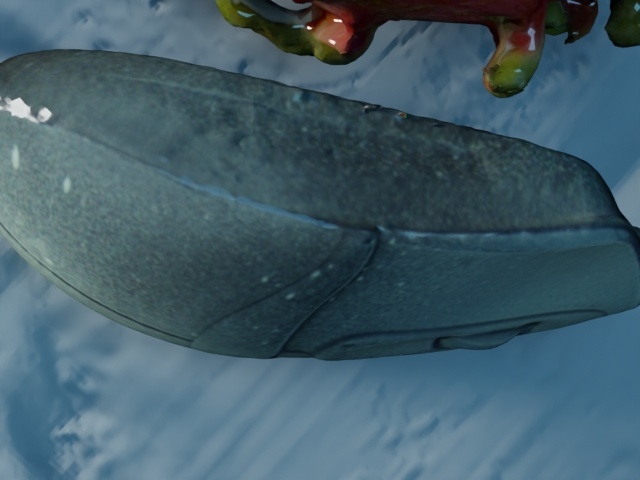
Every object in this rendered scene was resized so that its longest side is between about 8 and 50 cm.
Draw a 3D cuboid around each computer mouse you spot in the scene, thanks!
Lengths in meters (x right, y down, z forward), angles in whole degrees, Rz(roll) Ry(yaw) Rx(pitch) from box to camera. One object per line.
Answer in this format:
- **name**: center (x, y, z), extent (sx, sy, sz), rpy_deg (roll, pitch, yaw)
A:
- **computer mouse**: center (-0.003, 0.005, 0.586), extent (0.229, 0.113, 0.068), rpy_deg (13, 71, -10)

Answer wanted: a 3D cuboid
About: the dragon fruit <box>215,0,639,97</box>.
- **dragon fruit**: center (0.036, -0.123, 0.576), extent (0.172, 0.160, 0.166), rpy_deg (8, 45, -18)
